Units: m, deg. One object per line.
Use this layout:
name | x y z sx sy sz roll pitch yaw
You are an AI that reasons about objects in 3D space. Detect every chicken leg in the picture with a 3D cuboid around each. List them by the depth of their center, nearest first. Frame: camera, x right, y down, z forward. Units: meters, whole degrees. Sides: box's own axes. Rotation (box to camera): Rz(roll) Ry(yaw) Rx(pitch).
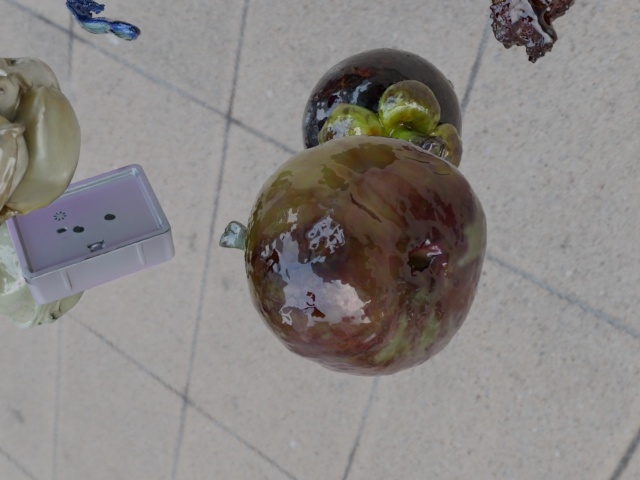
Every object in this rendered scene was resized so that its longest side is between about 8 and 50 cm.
chicken leg | 0.171 -0.257 0.696 0.048 0.089 0.219 -127 27 -74

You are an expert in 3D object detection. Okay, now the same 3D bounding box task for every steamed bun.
steamed bun | -0.570 0.027 1.709 0.280 0.207 0.268 84 174 -62

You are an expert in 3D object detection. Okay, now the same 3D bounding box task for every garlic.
garlic | -0.357 -0.097 0.846 0.184 0.281 0.203 35 132 0

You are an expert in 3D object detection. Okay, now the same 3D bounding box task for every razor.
razor | -0.379 -0.377 1.445 0.324 0.093 0.056 38 102 51

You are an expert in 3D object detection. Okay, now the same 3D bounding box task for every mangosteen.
mangosteen | 0.081 -0.125 0.964 0.217 0.192 0.192 -149 42 -71

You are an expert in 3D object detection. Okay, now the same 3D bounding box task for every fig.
fig | 0.001 -0.010 0.564 0.230 0.160 0.143 39 147 42

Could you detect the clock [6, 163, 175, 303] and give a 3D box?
clock | -0.312 -0.010 1.142 0.150 0.197 0.063 57 160 36
